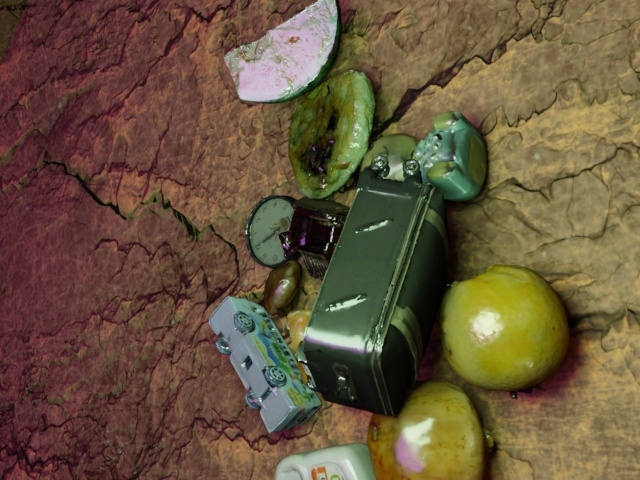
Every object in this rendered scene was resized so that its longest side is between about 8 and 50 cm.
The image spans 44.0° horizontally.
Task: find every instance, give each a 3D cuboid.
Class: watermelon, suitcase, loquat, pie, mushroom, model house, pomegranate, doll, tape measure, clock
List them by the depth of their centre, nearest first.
[{"bbox_3d":[0.326,0.162,1.410,0.244,0.244,0.243,-8,78,39],"label":"loquat"},{"bbox_3d":[0.113,0.093,1.425,0.194,0.283,0.433,11,58,20],"label":"suitcase"},{"bbox_3d":[0.205,0.380,1.472,0.248,0.248,0.248,-8,78,39],"label":"pomegranate"},{"bbox_3d":[0.197,-0.145,1.603,0.261,0.162,0.176,-10,63,38],"label":"doll"},{"bbox_3d":[0.029,0.565,1.653,0.265,0.130,0.258,-20,73,30],"label":"tape measure"},{"bbox_3d":[0.003,-0.002,1.773,0.203,0.141,0.164,24,111,48],"label":"model house"},{"bbox_3d":[0.016,-0.241,1.781,0.323,0.071,0.323,-32,50,49],"label":"pie"},{"bbox_3d":[-0.058,-0.434,1.837,0.305,0.180,0.224,-29,35,15],"label":"watermelon"},{"bbox_3d":[-0.094,0.120,1.841,0.080,0.135,0.170,22,124,2],"label":"mushroom"},{"bbox_3d":[-0.107,-0.021,1.915,0.185,0.040,0.184,-8,78,39],"label":"clock"}]

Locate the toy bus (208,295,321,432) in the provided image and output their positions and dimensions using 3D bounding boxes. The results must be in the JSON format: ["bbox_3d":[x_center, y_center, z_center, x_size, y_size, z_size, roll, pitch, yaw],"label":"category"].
[{"bbox_3d":[-0.130,0.278,1.822,0.109,0.136,0.329,-51,55,27],"label":"toy bus"}]

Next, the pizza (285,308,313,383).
[{"bbox_3d":[0.048,0.256,1.719,0.365,0.074,0.182,22,95,40],"label":"pizza"}]
